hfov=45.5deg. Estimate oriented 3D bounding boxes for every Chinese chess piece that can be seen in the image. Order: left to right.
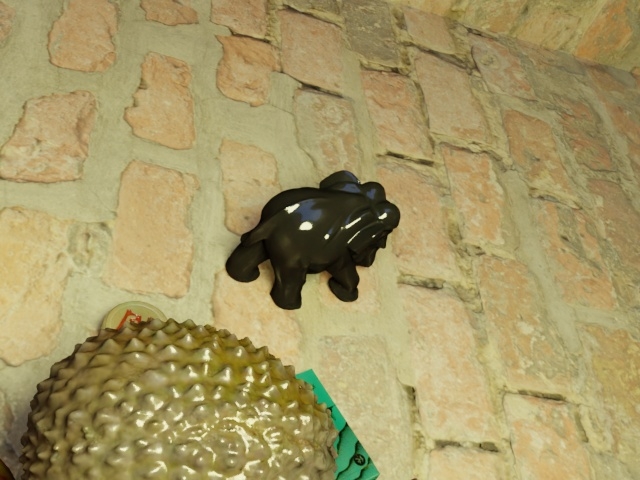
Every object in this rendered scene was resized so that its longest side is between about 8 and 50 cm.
[{"bbox_3d":[-0.321,0.163,1.328,0.122,0.051,0.122,14,43,-14],"label":"Chinese chess piece"}]

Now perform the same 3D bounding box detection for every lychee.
[{"bbox_3d":[-0.190,0.281,1.019,0.432,0.380,0.380,-12,44,13],"label":"lychee"}]

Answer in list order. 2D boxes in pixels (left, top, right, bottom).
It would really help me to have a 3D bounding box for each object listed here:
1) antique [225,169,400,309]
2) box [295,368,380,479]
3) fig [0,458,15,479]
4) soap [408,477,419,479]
[{"bbox_3d":[0.000,0.000,1.500,0.322,0.255,0.185,-3,48,-31],"label":"antique"},{"bbox_3d":[-0.024,0.340,1.306,0.161,0.042,0.226,-16,57,-35],"label":"box"},{"bbox_3d":[-0.460,0.385,0.932,0.224,0.224,0.263,18,39,-9],"label":"fig"},{"bbox_3d":[0.108,0.505,1.089,0.127,0.220,0.325,23,42,9],"label":"soap"}]
